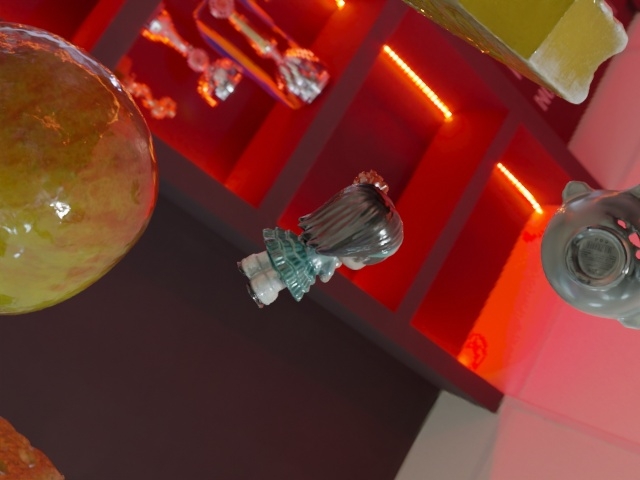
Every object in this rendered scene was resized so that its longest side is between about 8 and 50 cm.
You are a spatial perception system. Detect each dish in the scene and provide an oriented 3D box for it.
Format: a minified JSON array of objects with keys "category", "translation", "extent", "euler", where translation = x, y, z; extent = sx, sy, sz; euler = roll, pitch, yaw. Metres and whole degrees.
[{"category":"dish","translation":[0.437,0.014,1.173],"extent":[0.236,0.086,0.228],"euler":[46,-66,19]}]

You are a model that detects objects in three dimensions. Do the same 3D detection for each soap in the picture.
[{"category":"soap","translation":[0.111,-0.205,0.592],"extent":[0.073,0.140,0.232],"euler":[-55,-133,14]}]

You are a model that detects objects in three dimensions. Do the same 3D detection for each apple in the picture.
[{"category":"apple","translation":[-0.311,-0.073,0.740],"extent":[0.302,0.301,0.301],"euler":[-33,-144,29]}]

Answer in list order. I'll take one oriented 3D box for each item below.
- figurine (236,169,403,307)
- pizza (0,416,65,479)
[{"category":"figurine","translation":[0.000,0.000,0.474],"extent":[0.106,0.047,0.060],"euler":[-27,-132,3]},{"category":"pizza","translation":[-0.368,0.188,0.723],"extent":[0.058,0.292,0.197],"euler":[-43,-128,7]}]
